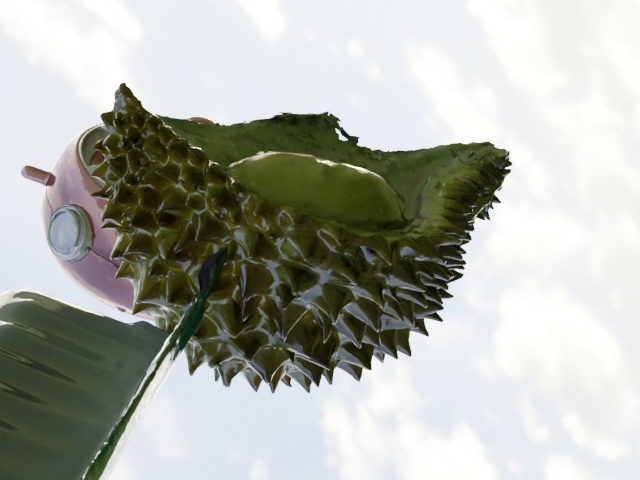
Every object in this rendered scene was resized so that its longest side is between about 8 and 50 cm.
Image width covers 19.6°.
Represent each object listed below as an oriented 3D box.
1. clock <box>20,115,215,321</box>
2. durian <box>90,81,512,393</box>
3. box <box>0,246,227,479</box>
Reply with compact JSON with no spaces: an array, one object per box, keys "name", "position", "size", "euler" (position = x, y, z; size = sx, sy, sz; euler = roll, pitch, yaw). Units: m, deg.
[{"name":"clock","position":[-0.141,-0.002,1.629],"size":[0.227,0.142,0.241],"euler":[40,-154,31]},{"name":"durian","position":[0.000,0.000,1.142],"size":[0.306,0.172,0.166],"euler":[-5,-121,-36]},{"name":"box","position":[-0.181,0.143,0.929],"size":[0.106,0.264,0.336],"euler":[31,-155,-3]}]
